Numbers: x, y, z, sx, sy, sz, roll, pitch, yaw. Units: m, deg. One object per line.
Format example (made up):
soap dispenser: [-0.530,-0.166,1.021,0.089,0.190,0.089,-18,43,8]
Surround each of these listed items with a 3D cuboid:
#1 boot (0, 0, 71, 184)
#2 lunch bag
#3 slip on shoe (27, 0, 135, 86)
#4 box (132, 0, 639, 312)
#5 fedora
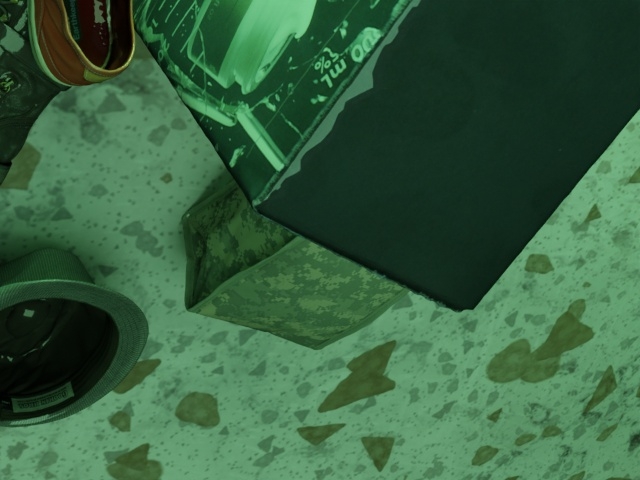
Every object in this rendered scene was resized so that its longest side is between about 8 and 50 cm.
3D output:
boot: [-0.364,-0.197,1.112,0.263,0.091,0.229,30,101,-45]
lunch bag: [0.000,0.000,1.339,0.235,0.169,0.287,21,141,-39]
slip on shoe: [-0.238,-0.310,1.034,0.123,0.101,0.331,-23,119,-41]
box: [0.091,-0.279,1.025,0.297,0.472,0.480,25,109,-40]
fedora: [-0.348,0.104,1.307,0.243,0.124,0.275,12,127,-32]
